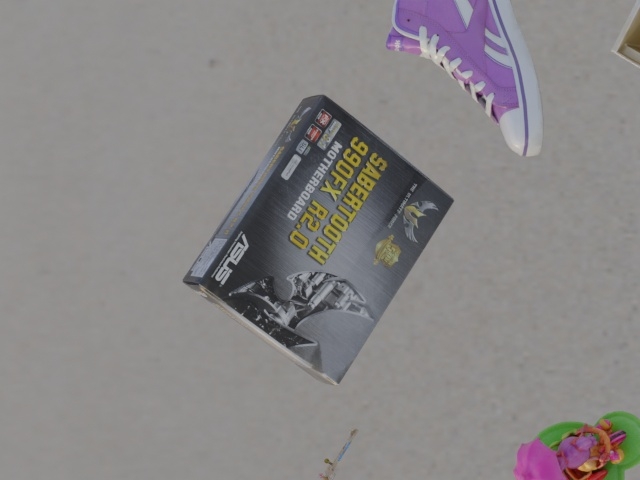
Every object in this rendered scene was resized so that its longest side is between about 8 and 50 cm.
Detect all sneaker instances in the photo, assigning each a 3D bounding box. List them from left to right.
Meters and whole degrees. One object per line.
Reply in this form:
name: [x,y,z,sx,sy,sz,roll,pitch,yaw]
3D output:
sneaker: [0.168,-0.215,1.920,0.102,0.161,0.282,85,169,-68]

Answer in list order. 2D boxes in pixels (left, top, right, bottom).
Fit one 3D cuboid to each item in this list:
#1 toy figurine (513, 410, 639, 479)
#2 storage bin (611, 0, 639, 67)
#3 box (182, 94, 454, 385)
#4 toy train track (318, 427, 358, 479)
toy figurine: [0.297,0.264,1.875,0.173,0.159,0.130,-37,70,14]
storage bin: [0.478,-0.244,1.593,0.260,0.123,0.262,38,113,33]
box: [0.000,0.000,1.584,0.231,0.183,0.056,-56,20,-12]
toy train track: [0.016,0.251,1.841,0.083,0.014,0.048,-57,10,-1]
